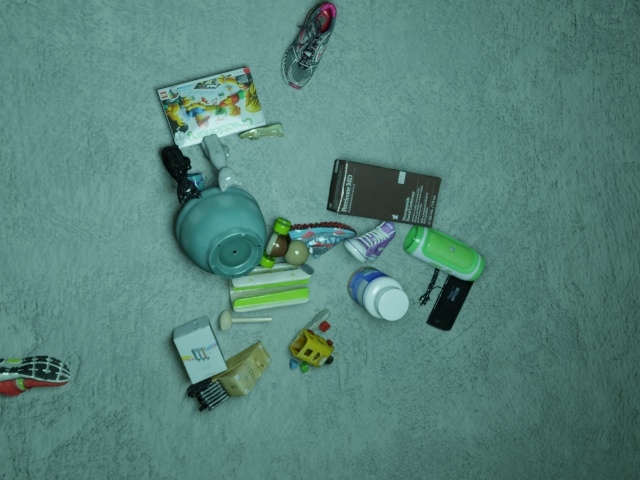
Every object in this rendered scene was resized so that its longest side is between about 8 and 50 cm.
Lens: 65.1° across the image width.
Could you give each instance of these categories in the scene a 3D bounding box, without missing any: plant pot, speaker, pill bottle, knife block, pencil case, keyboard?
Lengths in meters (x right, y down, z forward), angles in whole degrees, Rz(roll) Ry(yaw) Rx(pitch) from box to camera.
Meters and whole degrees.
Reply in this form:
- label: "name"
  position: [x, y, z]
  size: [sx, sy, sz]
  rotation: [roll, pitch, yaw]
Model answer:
- label: "plant pot"
  position: [-0.296, 0.000, 1.606]
  size: [0.293, 0.196, 0.293]
  rotation: [-15, 129, -20]
- label: "speaker"
  position: [0.474, 0.049, 1.923]
  size: [0.297, 0.131, 0.131]
  rotation: [25, 92, -10]
- label: "pill bottle"
  position: [0.209, 0.193, 1.808]
  size: [0.152, 0.272, 0.152]
  rotation: [-3, 100, -17]
- label: "knife block"
  position: [-0.339, 0.490, 1.807]
  size: [0.088, 0.242, 0.275]
  rotation: [63, 35, -17]
- label: "pencil case"
  position: [-0.407, -0.151, 1.672]
  size: [0.065, 0.070, 0.151]
  rotation: [-4, 106, 28]
- label: "keyboard"
  position: [0.507, 0.200, 2.027]
  size: [0.202, 0.033, 0.317]
  rotation: [25, 91, -20]

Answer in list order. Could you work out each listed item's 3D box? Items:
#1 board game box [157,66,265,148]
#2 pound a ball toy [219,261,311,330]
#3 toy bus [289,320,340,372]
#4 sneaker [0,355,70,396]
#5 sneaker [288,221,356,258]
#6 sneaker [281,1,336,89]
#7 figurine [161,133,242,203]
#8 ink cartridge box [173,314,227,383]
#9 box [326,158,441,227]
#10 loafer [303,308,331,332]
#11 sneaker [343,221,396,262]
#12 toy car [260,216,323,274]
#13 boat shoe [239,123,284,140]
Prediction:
- label: "board game box"
  position: [-0.353, -0.434, 1.645]
  size: [0.305, 0.053, 0.193]
  rotation: [-20, 105, -12]
- label: "pound a ball toy"
  position: [-0.206, 0.183, 1.775]
  size: [0.319, 0.135, 0.208]
  rotation: [-7, 127, -16]
- label: "toy bus"
  position: [-0.012, 0.413, 1.847]
  size: [0.202, 0.104, 0.191]
  rotation: [-14, 117, -14]
- label: "sneaker"
  position: [-0.952, 0.444, 1.611]
  size: [0.279, 0.107, 0.118]
  rotation: [6, 116, -14]
- label: "sneaker"
  position: [0.000, 0.000, 1.813]
  size: [0.262, 0.104, 0.125]
  rotation: [-3, 106, -7]
- label: "sneaker"
  position: [-0.039, -0.653, 1.671]
  size: [0.121, 0.112, 0.299]
  rotation: [20, 94, -19]
- label: "figurine"
  position: [-0.371, -0.219, 1.585]
  size: [0.215, 0.209, 0.092]
  rotation: [-19, 148, -14]
- label: "ink cartridge box"
  position: [-0.416, 0.371, 1.727]
  size: [0.127, 0.128, 0.176]
  rotation: [-21, 104, -12]
- label: "box"
  position: [0.231, -0.171, 1.824]
  size: [0.381, 0.143, 0.191]
  rotation: [7, 98, -16]
- label: "loafer"
  position: [-0.008, 0.308, 1.889]
  size: [0.125, 0.045, 0.039]
  rotation: [-41, 125, 0]
- label: "sneaker"
  position: [0.181, -0.010, 1.770]
  size: [0.102, 0.282, 0.161]
  rotation: [45, 104, 14]
- label: "toy car"
  position: [-0.090, 0.034, 1.696]
  size: [0.188, 0.149, 0.155]
  rotation: [23, 102, -5]
- label: "boat shoe"
  position: [-0.199, -0.361, 1.705]
  size: [0.153, 0.056, 0.048]
  rotation: [-17, 103, -22]
